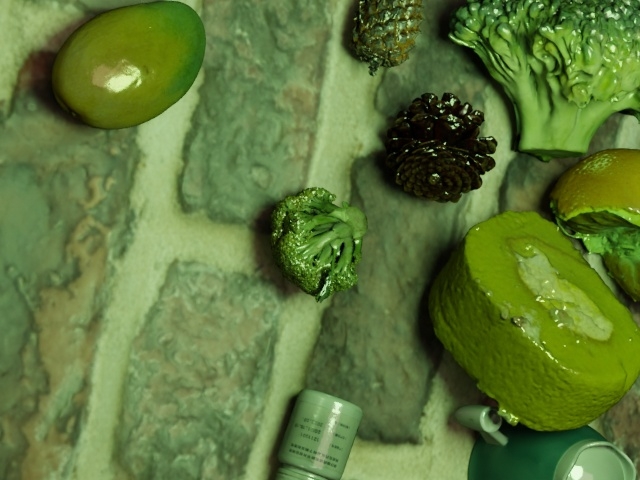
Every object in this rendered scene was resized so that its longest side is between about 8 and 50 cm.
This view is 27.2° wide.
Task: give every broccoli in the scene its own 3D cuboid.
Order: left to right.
[{"bbox_3d":[0.000,0.000,1.527,0.131,0.120,0.130,-22,82,-57],"label":"broccoli"},{"bbox_3d":[0.308,-0.209,1.648,0.248,0.288,0.246,-17,116,-63],"label":"broccoli"}]

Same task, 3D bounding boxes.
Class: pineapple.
[{"bbox_3d":[0.102,-0.298,1.601,0.083,0.103,0.221,40,67,-55],"label":"pineapple"}]

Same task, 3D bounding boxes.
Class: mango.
[{"bbox_3d":[-0.205,-0.197,1.453,0.130,0.092,0.195,52,60,-13],"label":"mango"}]

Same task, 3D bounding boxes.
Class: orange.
[{"bbox_3d":[0.414,-0.030,1.697,0.237,0.179,0.158,37,77,-20],"label":"orange"}]

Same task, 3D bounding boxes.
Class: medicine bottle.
[{"bbox_3d":[-0.006,0.245,1.537,0.080,0.080,0.130,23,79,-24],"label":"medicine bottle"}]

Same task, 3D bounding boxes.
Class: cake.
[{"bbox_3d":[0.252,0.102,1.579,0.179,0.156,0.260,-19,59,-34],"label":"cake"}]

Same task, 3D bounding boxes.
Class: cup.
[{"bbox_3d":[0.295,0.293,1.633,0.299,0.173,0.167,39,71,-20],"label":"cup"}]

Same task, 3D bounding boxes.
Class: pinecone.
[{"bbox_3d":[0.147,-0.116,1.600,0.140,0.140,0.121,18,53,-25],"label":"pinecone"}]

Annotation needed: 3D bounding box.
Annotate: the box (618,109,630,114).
[{"bbox_3d":[0.456,-0.232,1.810,0.126,0.027,0.125,0,88,-27],"label":"box"}]
